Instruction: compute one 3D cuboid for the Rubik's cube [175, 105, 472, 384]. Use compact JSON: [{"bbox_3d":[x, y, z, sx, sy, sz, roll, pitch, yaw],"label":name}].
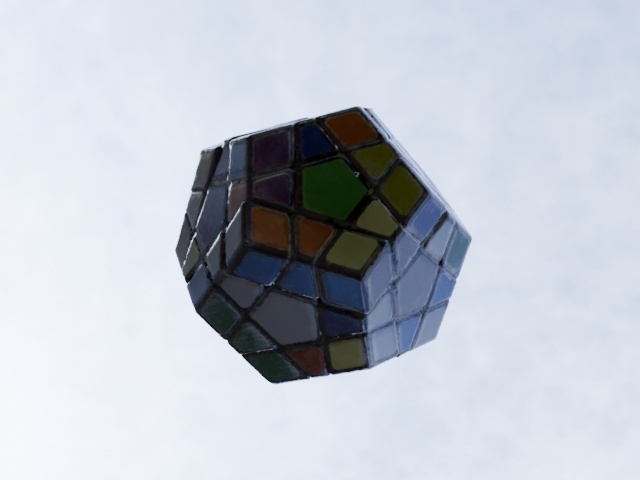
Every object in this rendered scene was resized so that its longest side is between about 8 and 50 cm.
[{"bbox_3d":[0.000,0.000,0.428,0.093,0.111,0.111,23,-94,36],"label":"Rubik's cube"}]
